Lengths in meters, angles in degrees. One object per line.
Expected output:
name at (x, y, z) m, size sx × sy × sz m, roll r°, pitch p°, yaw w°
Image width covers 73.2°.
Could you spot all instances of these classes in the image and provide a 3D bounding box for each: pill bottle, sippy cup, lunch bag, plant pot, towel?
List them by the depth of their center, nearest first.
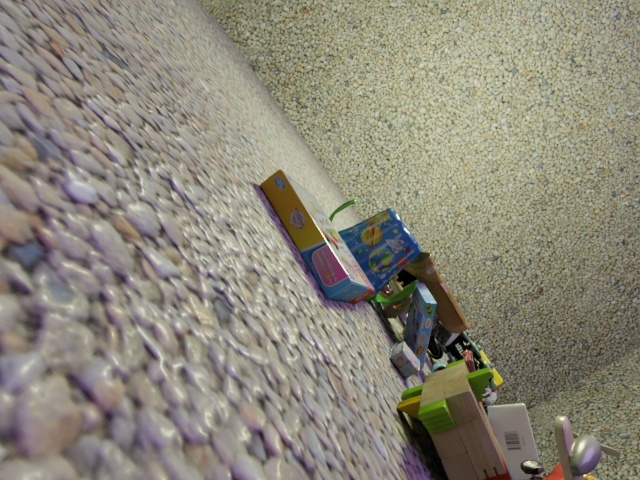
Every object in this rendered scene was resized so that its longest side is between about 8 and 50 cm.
lunch bag at (0.214, 0.299, 1.095) m, size 0.071 × 0.053 × 0.083 m, roll 52°, pitch 19°, yaw -1°
towel at (0.469, 0.508, 1.294) m, size 0.237 × 0.037 × 0.328 m, roll 23°, pitch 58°, yaw -69°
sippy cup at (0.170, 0.027, 1.303) m, size 0.305 × 0.224 × 0.240 m, roll 45°, pitch 13°, yaw -43°
pill bottle at (0.431, 0.282, 1.676) m, size 0.246 × 0.130 × 0.130 m, roll 41°, pitch 3°, yaw 26°
plant pot at (0.397, 0.173, 1.866) m, size 0.234 × 0.166 × 0.165 m, roll 58°, pitch 4°, yaw -48°

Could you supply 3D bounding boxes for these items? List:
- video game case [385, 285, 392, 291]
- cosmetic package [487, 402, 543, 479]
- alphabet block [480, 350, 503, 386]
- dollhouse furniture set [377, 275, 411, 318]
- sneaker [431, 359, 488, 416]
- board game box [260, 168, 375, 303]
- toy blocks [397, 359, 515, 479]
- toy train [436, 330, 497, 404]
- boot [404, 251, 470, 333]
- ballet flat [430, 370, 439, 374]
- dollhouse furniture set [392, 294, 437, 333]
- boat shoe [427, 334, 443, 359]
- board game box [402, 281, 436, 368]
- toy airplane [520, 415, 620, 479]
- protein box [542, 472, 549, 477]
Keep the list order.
video game case at (0.282, 0.194, 1.818) m, size 0.232 × 0.042 × 0.210 m, roll 59°, pitch 12°, yaw 22°
cosmetic package at (0.667, 0.689, 1.498) m, size 0.225 × 0.138 × 0.223 m, roll 37°, pitch 43°, yaw -58°
alphabet block at (0.753, 0.653, 2.095) m, size 0.193 × 0.193 × 0.197 m, roll 58°, pitch 9°, yaw 28°
dollhouse furniture set at (0.274, 0.202, 1.500) m, size 0.161 × 0.101 × 0.181 m, roll 35°, pitch 17°, yaw -23°
sneaker at (0.474, 0.513, 1.475) m, size 0.261 × 0.104 × 0.125 m, roll 55°, pitch 6°, yaw -4°
board game box at (0.000, 0.000, 1.045) m, size 0.316 × 0.064 × 0.242 m, roll 58°, pitch 10°, yaw 20°
toy blocks at (0.304, 0.412, 0.873) m, size 0.260 × 0.191 × 0.381 m, roll 69°, pitch 13°, yaw 11°
toy train at (0.575, 0.479, 1.688) m, size 0.190 × 0.142 × 0.333 m, roll 56°, pitch 7°, yaw -36°
boot at (0.367, 0.164, 1.446) m, size 0.269 × 0.089 × 0.236 m, roll 59°, pitch -2°, yaw -10°
ballet flat at (0.374, 0.478, 1.231) m, size 0.221 × 0.077 × 0.079 m, roll -113°, pitch -176°, yaw -53°
dollhouse furniture set at (0.318, 0.268, 1.579) m, size 0.184 × 0.128 × 0.129 m, roll 34°, pitch 1°, yaw 23°
boat shoe at (0.453, 0.400, 1.838) m, size 0.070 × 0.078 × 0.219 m, roll 43°, pitch 17°, yaw -56°
board game box at (0.297, 0.253, 1.309) m, size 0.160 × 0.039 × 0.211 m, roll -89°, pitch -173°, yaw -74°
toy airplane at (0.655, 0.677, 1.042) m, size 0.384 × 0.273 × 0.386 m, roll -80°, pitch 149°, yaw -47°
protein box at (0.769, 0.920, 1.396) m, size 0.199 × 0.136 × 0.201 m, roll 52°, pitch 10°, yaw -19°
